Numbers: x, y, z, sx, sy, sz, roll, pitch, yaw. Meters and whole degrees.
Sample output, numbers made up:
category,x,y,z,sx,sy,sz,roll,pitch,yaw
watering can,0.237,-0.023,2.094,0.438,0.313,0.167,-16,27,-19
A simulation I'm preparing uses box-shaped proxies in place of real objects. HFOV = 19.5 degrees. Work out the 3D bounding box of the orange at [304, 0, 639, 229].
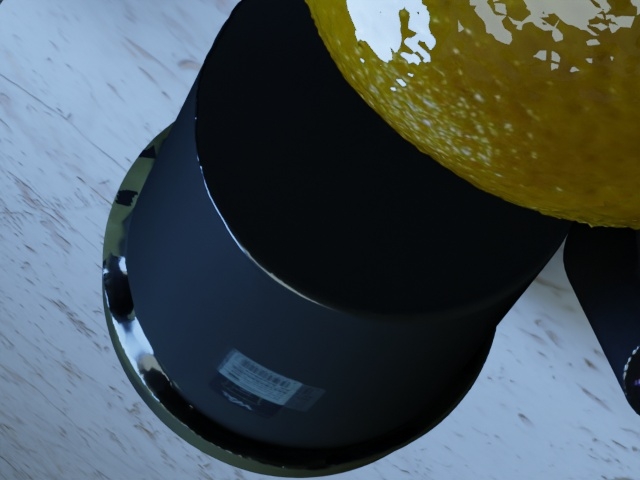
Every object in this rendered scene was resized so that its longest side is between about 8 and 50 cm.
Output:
category,x,y,z,sx,sy,sz,roll,pitch,yaw
orange,0.097,-0.112,0.528,0.236,0.236,0.236,36,159,16

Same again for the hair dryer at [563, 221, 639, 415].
category,x,y,z,sx,sy,sz,roll,pitch,yaw
hair dryer,0.141,-0.042,0.800,0.114,0.071,0.248,-106,3,-55

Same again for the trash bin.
category,x,y,z,sx,sy,sz,roll,pitch,yaw
trash bin,0.000,0.000,0.937,0.214,0.214,0.334,40,158,6

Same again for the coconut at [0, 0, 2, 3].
category,x,y,z,sx,sy,sz,roll,pitch,yaw
coconut,-0.338,-0.178,1.038,0.353,0.352,0.352,36,159,16
